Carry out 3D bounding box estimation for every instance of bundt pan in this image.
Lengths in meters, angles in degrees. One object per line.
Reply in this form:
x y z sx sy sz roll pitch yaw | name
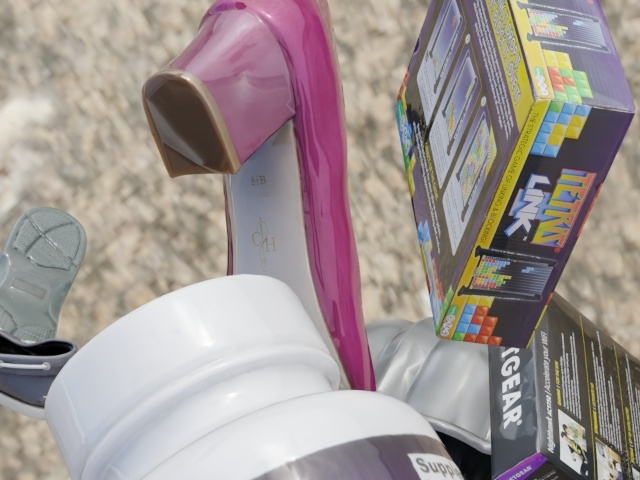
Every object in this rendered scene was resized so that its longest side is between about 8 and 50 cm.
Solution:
0.127 0.174 1.665 0.331 0.331 0.124 14 64 20 | bundt pan

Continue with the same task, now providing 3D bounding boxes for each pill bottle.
0.002 0.108 0.498 0.108 0.108 0.193 -31 64 0 | pill bottle

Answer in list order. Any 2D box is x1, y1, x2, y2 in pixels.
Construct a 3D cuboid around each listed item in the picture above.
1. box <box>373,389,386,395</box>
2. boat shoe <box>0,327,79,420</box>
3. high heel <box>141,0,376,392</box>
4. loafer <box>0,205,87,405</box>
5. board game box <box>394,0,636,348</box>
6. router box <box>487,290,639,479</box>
0.052 0.195 0.707 0.123 0.128 0.257 -36 92 -1 | box
-0.282 0.073 1.511 0.206 0.065 0.075 22 35 7 | boat shoe
0.000 0.000 1.330 0.127 0.377 0.181 8 37 32 | high heel
-0.283 0.081 1.708 0.096 0.084 0.267 28 43 -2 | loafer
0.083 -0.060 0.873 0.048 0.141 0.170 9 41 -14 | board game box
0.174 0.123 1.311 0.046 0.133 0.179 -36 29 29 | router box
